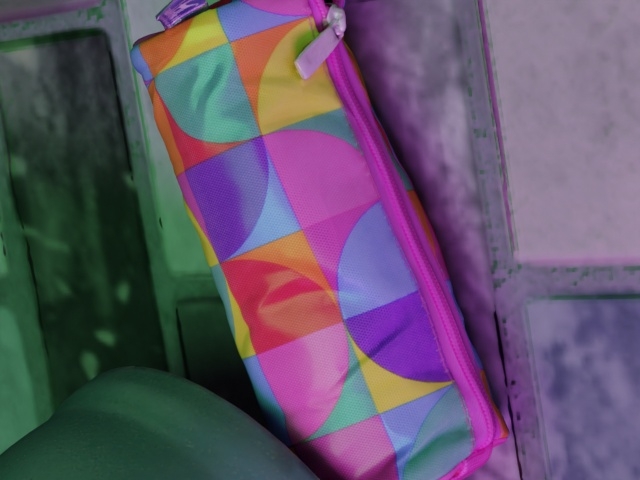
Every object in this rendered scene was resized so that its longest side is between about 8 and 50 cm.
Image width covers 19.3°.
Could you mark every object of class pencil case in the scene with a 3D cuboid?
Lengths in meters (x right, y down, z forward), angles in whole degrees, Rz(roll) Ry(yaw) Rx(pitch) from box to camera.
[{"bbox_3d":[0.000,0.000,0.793,0.104,0.104,0.236,-20,91,40],"label":"pencil case"}]

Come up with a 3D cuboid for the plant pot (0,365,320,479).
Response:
[{"bbox_3d":[-0.093,0.229,0.807,0.293,0.196,0.293,33,140,33],"label":"plant pot"}]
